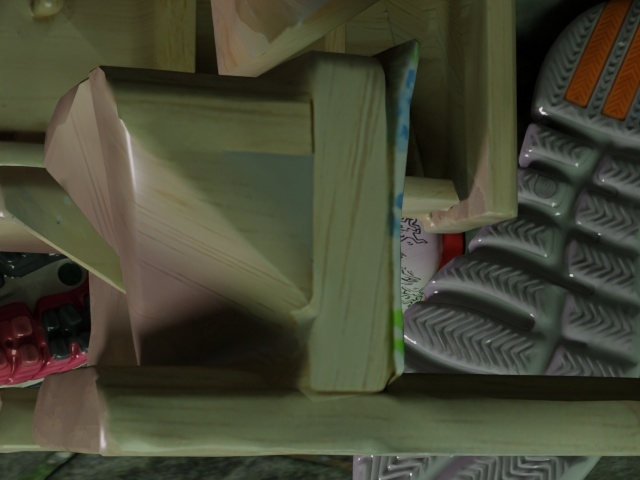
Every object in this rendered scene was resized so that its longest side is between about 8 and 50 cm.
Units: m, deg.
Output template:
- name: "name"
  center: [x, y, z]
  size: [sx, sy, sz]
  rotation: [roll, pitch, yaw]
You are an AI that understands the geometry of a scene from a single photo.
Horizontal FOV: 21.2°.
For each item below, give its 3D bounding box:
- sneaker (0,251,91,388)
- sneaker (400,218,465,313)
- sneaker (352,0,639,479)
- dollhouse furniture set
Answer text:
- name: "sneaker"
  center: [-0.225, 0.075, 0.909]
  size: [0.299, 0.121, 0.112]
  rotation: [-19, 165, -26]
- name: "sneaker"
  center: [0.000, 0.001, 0.954]
  size: [0.145, 0.090, 0.270]
  rotation: [-14, 150, -3]
- name: "sneaker"
  center: [0.132, 0.044, 0.906]
  size: [0.124, 0.321, 0.180]
  rotation: [25, 166, 21]
- name: "dollhouse furniture set"
  center: [0.012, -0.112, 0.560]
  size: [0.256, 0.362, 0.394]
  rotation: [2, 172, -21]
